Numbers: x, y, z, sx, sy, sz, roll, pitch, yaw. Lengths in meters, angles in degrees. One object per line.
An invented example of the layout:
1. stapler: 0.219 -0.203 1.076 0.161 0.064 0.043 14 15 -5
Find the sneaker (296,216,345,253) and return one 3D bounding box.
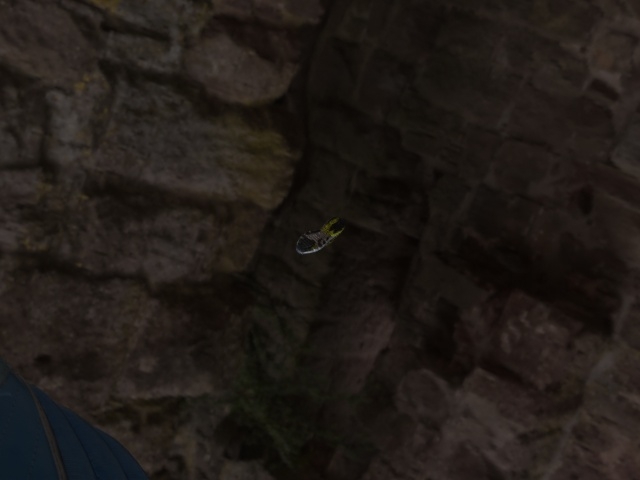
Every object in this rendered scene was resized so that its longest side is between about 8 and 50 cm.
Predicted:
1. sneaker: 0.000 0.000 1.271 0.083 0.035 0.031 -30 -110 -27

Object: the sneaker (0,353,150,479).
1. sneaker: -0.123 0.160 0.294 0.208 0.127 0.319 48 -156 -39
